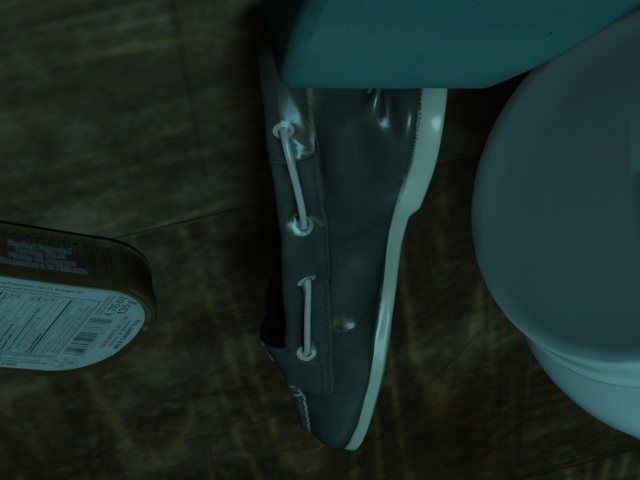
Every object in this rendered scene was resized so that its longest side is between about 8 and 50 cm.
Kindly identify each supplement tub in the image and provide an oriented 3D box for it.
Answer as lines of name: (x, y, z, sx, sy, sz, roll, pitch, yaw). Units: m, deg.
supplement tub: (0.253, 0.020, 0.934, 0.235, 0.235, 0.325, -32, 144, 23)

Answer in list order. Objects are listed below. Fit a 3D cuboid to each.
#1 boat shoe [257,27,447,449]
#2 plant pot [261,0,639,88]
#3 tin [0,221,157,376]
boat shoe: (0.000, 0.000, 0.921, 0.096, 0.112, 0.335, 6, 139, -3)
plant pot: (0.057, -0.164, 0.641, 0.166, 0.165, 0.234, -2, 152, -21)
tin: (-0.183, 0.035, 0.944, 0.190, 0.040, 0.106, 10, 135, -35)
